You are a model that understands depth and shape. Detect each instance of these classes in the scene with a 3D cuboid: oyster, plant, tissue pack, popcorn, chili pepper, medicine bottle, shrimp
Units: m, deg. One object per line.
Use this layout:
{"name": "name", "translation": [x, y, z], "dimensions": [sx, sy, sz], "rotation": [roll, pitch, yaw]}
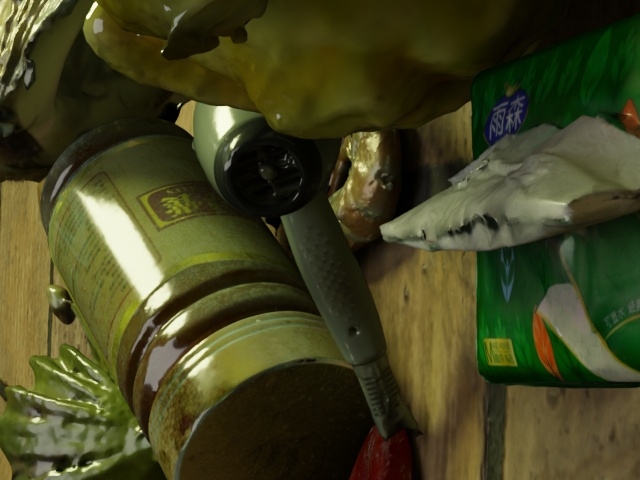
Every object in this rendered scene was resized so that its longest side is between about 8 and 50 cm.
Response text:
{"name": "oyster", "translation": [-0.157, -0.178, 1.293], "dimensions": [0.115, 0.351, 0.238], "rotation": [40, 177, 28]}
{"name": "plant", "translation": [-0.162, 0.153, 1.378], "dimensions": [0.333, 0.180, 0.251], "rotation": [171, 112, -72]}
{"name": "tissue pack", "translation": [0.125, -0.013, 0.682], "dimensions": [0.209, 0.156, 0.148], "rotation": [169, 104, -71]}
{"name": "popcorn", "translation": [0.006, -0.185, 0.839], "dimensions": [0.274, 0.279, 0.335], "rotation": [-23, 54, 24]}
{"name": "chili pepper", "translation": [0.033, 0.199, 1.067], "dimensions": [0.059, 0.050, 0.191], "rotation": [165, 117, -72]}
{"name": "medicine bottle", "translation": [-0.088, 0.048, 1.195], "dimensions": [0.322, 0.151, 0.151], "rotation": [53, 138, 46]}
{"name": "shrimp", "translation": [0.015, -0.032, 1.145], "dimensions": [0.180, 0.041, 0.099], "rotation": [127, 141, -58]}

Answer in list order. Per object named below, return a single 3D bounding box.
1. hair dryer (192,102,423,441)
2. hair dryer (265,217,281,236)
{"name": "hair dryer", "translation": [-0.008, -0.033, 1.045], "dimensions": [0.229, 0.092, 0.267], "rotation": [-101, -10, -47]}
{"name": "hair dryer", "translation": [-0.010, -0.117, 1.218], "dimensions": [0.235, 0.091, 0.271], "rotation": [47, 145, 49]}
